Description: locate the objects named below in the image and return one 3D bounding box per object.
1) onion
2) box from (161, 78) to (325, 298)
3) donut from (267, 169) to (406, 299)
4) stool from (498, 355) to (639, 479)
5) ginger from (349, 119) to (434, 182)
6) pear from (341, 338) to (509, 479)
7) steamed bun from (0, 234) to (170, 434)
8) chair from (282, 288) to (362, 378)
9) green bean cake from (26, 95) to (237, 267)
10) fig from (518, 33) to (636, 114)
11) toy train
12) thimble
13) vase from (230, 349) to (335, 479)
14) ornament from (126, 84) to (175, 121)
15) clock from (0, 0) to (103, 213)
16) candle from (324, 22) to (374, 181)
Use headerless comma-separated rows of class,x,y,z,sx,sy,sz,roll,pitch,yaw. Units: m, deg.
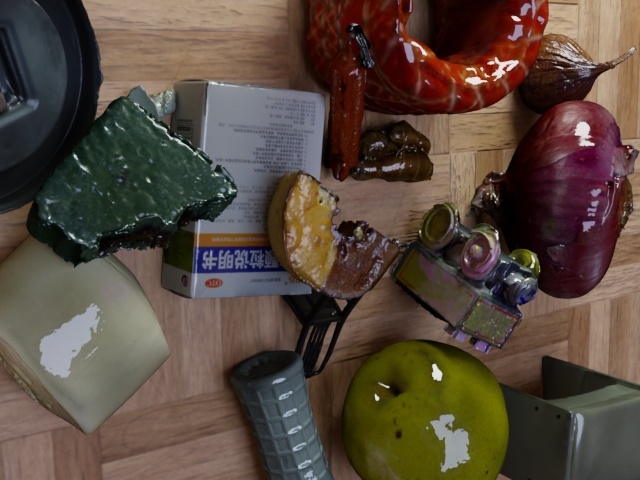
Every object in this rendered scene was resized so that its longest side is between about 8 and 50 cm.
onion,0.402,-0.073,1.572,0.347,0.285,0.347,4,90,-78
box,-0.109,-0.072,1.282,0.200,0.106,0.299,0,99,-35
donut,-0.001,-0.001,1.255,0.217,0.085,0.141,42,73,-33
stool,0.431,0.334,1.630,0.244,0.270,0.170,-3,100,-35
ginger,0.122,-0.145,1.454,0.162,0.073,0.103,-4,99,-34
pear,0.173,0.304,1.445,0.294,0.294,0.294,-6,101,-35
steamed bun,-0.308,0.112,1.138,0.200,0.155,0.250,-44,121,-21
chair,-0.017,0.119,1.406,0.084,0.101,0.212,-5,137,-34
green bean cake,-0.231,-0.041,1.085,0.193,0.107,0.208,40,55,-14
fig,0.459,-0.295,1.597,0.134,0.201,0.146,-45,127,-32
toy train,0.236,0.052,1.467,0.134,0.261,0.177,26,100,-35
thimble,0.163,-0.354,1.356,0.350,0.231,0.350,-6,100,-36
vase,-0.047,0.324,1.377,0.143,0.143,0.298,-23,107,-31
ornament,-0.239,-0.176,1.212,0.092,0.041,0.068,2,99,-36
clock,-0.399,-0.188,1.023,0.325,0.067,0.325,-25,124,-45
candle,0.037,-0.194,1.296,0.059,0.084,0.301,-12,143,-13
